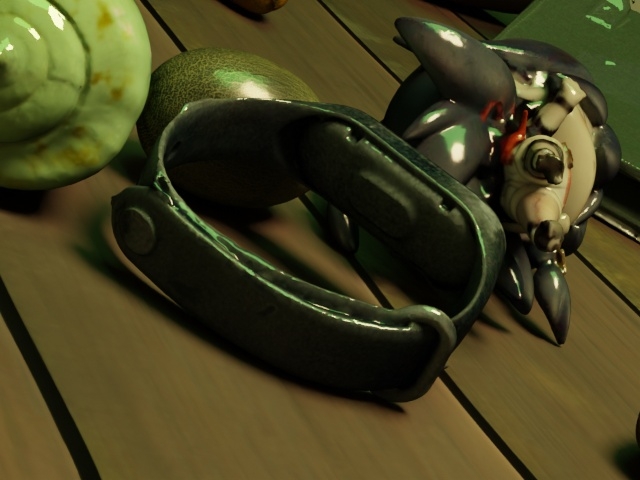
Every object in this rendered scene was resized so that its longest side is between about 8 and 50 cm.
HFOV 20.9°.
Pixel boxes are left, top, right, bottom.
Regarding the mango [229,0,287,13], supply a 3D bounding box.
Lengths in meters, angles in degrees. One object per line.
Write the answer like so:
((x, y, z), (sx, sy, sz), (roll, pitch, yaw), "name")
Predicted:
((-0.073, -0.248, 1.596), (0.127, 0.063, 0.077), (44, 20, 30), "mango")

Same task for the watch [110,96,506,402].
((0.000, 0.000, 0.958), (0.206, 0.068, 0.193), (42, 40, 20), "watch")

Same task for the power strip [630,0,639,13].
((0.413, -0.230, 1.773), (0.357, 0.357, 0.161), (24, 17, -7), "power strip")

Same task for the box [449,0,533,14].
((0.174, -0.423, 2.081), (0.216, 0.301, 0.301), (-5, 36, -45), "box")

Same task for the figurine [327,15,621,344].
((0.111, -0.052, 1.156), (0.197, 0.175, 0.265), (29, 10, 21), "figurine")

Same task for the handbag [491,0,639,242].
((0.274, -0.128, 1.575), (0.247, 0.079, 0.260), (31, 43, 14), "handbag")

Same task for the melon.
((-0.053, -0.069, 1.083), (0.131, 0.098, 0.098), (23, 18, -27), "melon")

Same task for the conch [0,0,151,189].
((-0.177, -0.107, 0.986), (0.137, 0.143, 0.250), (65, -9, -19), "conch")

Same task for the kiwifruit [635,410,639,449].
((0.233, 0.112, 1.021), (0.075, 0.075, 0.124), (38, 25, 30), "kiwifruit")
